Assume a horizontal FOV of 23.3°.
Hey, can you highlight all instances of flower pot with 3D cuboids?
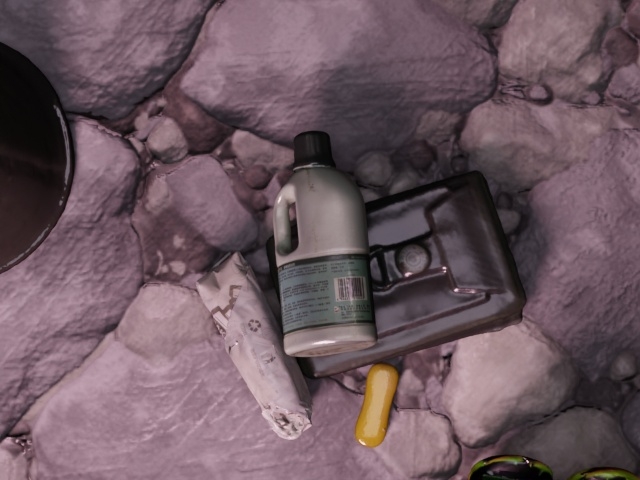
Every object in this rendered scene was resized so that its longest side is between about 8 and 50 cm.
[{"bbox_3d":[-0.387,-0.091,1.542,0.269,0.166,0.268,0,85,-1],"label":"flower pot"}]

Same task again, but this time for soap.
[{"bbox_3d":[0.058,0.171,1.612,0.034,0.012,0.089,14,87,0],"label":"soap"}]

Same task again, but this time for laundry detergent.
[{"bbox_3d":[0.000,0.000,1.564,0.099,0.070,0.225,-13,76,31],"label":"laundry detergent"}]

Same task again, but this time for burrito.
[{"bbox_3d":[-0.065,0.109,1.590,0.064,0.064,0.203,-26,86,-2],"label":"burrito"}]

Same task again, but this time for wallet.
[{"bbox_3d":[0.077,0.038,1.604,0.245,0.052,0.168,-17,84,1],"label":"wallet"}]

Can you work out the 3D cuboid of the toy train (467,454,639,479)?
[{"bbox_3d":[0.266,0.299,1.544,0.296,0.160,0.100,11,48,-3],"label":"toy train"}]
